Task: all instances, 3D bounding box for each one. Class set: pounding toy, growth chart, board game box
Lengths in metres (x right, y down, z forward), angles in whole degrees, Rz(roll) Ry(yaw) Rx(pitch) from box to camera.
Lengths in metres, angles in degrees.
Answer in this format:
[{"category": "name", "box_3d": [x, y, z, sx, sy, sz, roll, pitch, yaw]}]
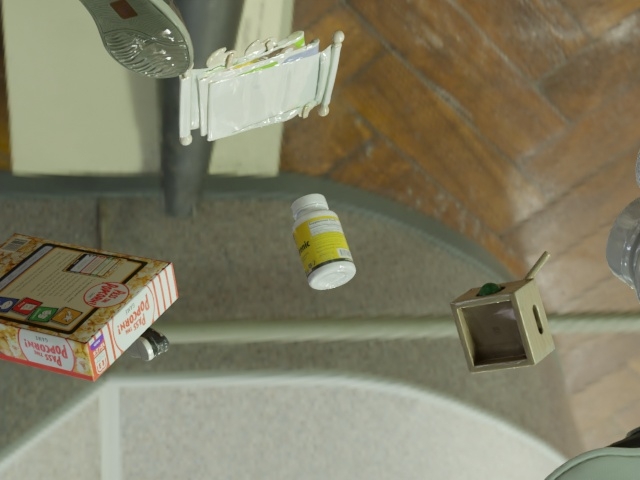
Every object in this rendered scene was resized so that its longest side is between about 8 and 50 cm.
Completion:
[{"category": "pounding toy", "box_3d": [0.274, 0.104, 1.966, 0.130, 0.100, 0.141, -12, 99, 36]}, {"category": "growth chart", "box_3d": [-0.073, -0.190, 1.664, 0.237, 0.021, 0.172, -16, 147, -27]}, {"category": "board game box", "box_3d": [-0.258, 0.059, 1.300, 0.193, 0.147, 0.045, 10, 124, 26]}]

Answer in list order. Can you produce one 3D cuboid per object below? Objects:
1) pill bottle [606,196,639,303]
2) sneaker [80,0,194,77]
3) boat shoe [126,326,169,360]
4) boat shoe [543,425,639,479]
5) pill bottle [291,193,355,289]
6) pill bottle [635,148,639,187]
[{"category": "pill bottle", "box_3d": [0.483, 0.053, 1.610, 0.169, 0.301, 0.169, -13, 119, -25]}, {"category": "sneaker", "box_3d": [-0.175, -0.252, 1.262, 0.083, 0.118, 0.222, -9, 148, 16]}, {"category": "boat shoe", "box_3d": [-0.251, 0.140, 1.921, 0.038, 0.125, 0.046, -22, 103, -24]}, {"category": "boat shoe", "box_3d": [0.408, 0.282, 1.657, 0.302, 0.114, 0.091, -19, 176, 13]}, {"category": "pill bottle", "box_3d": [0.000, 0.000, 1.771, 0.065, 0.116, 0.065, -14, 155, -7]}, {"category": "pill bottle", "box_3d": [0.453, -0.079, 1.580, 0.086, 0.152, 0.086, -23, 123, -42]}]
